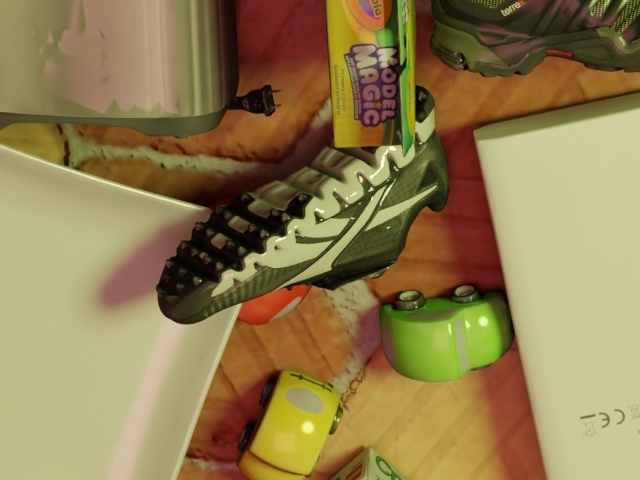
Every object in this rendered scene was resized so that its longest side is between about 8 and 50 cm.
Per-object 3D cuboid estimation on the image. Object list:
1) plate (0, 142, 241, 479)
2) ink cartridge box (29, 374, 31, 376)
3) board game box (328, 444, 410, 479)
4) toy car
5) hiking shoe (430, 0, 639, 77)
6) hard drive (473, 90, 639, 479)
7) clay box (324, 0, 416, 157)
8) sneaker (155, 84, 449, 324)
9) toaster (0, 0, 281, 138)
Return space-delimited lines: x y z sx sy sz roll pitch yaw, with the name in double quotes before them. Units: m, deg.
"plate" -0.209 0.078 1.189 0.278 0.045 0.277 18 96 -23
"ink cartridge box" -0.335 0.093 1.281 0.172 0.100 0.237 42 110 -15
"board game box" 0.077 0.322 1.375 0.305 0.053 0.193 43 111 -14
"toy car" 0.027 0.076 1.271 0.225 0.053 0.239 -7 113 8
"hiking shoe" 0.178 -0.170 1.134 0.226 0.086 0.114 -5 116 8
"hard drive" 0.241 0.050 1.245 0.210 0.040 0.319 -12 112 6
"clay box" 0.032 -0.144 1.083 0.053 0.222 0.127 -2 113 5
"sneaker" 0.000 0.000 1.190 0.234 0.078 0.106 -37 122 -16
"toaster" -0.139 -0.151 1.145 0.227 0.129 0.146 3 112 7
